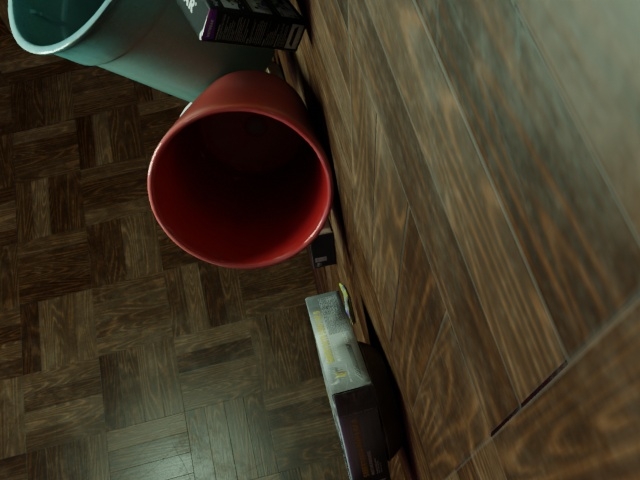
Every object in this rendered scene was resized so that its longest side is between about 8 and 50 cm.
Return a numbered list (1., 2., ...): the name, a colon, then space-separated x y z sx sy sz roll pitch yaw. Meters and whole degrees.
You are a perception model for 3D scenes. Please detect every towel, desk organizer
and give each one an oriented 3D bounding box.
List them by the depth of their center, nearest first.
1. towel: 0.050 0.119 1.239 0.083 0.010 0.060 -114 10 -71
2. desk organizer: 0.000 0.000 1.281 0.130 0.047 0.050 82 176 -60

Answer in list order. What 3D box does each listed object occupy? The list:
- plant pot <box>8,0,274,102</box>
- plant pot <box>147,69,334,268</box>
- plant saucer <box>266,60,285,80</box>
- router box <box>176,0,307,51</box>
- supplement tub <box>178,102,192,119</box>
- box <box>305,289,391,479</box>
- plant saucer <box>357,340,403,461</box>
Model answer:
1. plant pot: -0.262 -0.398 1.082 0.334 0.341 0.341 19 -131 -52
2. plant pot: -0.114 -0.134 1.032 0.243 0.275 0.274 -91 -9 -55
3. plant saucer: -0.096 -0.341 1.571 0.198 0.036 0.198 166 90 -88
4. router box: -0.115 -0.309 0.822 0.178 0.133 0.046 59 137 33
5. supplement tub: -0.166 -0.170 1.463 0.316 0.228 0.228 57 168 29
6. box: 0.036 0.208 0.932 0.231 0.056 0.183 -110 6 -61
7. plant saucer: 0.084 0.219 0.915 0.168 0.029 0.168 166 90 -88
